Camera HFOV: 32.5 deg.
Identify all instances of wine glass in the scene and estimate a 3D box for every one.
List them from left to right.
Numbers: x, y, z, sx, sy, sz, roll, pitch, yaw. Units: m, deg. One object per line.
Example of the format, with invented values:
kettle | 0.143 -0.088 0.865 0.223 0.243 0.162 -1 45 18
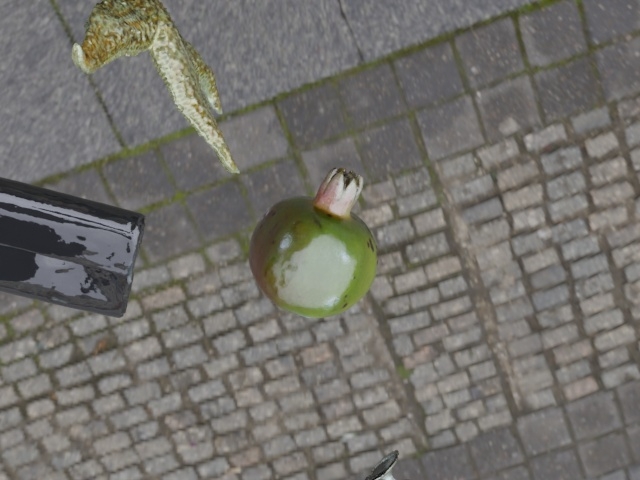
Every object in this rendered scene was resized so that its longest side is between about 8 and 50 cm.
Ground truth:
wine glass | 0.077 0.219 0.923 0.039 0.042 0.083 -41 94 18

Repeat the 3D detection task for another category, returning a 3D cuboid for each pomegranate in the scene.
pomegranate | 0.000 0.000 1.480 0.180 0.180 0.210 21 111 -14

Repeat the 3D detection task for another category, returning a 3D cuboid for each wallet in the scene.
wallet | -0.438 -0.009 1.415 0.406 0.062 0.228 13 145 -9

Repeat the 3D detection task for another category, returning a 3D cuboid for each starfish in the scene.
starfish | -0.205 -0.244 1.250 0.078 0.347 0.358 -42 154 12
